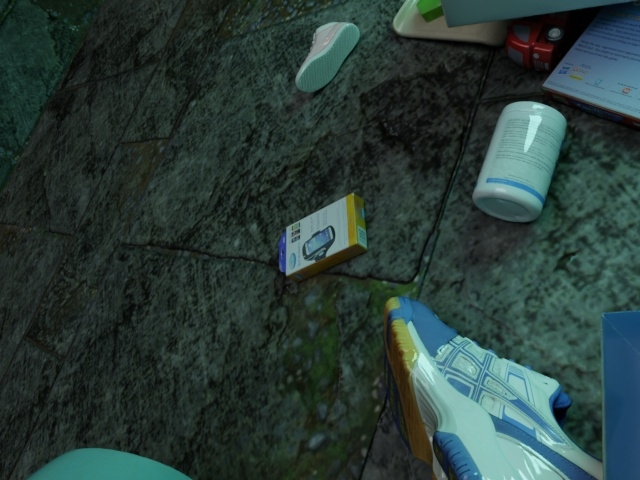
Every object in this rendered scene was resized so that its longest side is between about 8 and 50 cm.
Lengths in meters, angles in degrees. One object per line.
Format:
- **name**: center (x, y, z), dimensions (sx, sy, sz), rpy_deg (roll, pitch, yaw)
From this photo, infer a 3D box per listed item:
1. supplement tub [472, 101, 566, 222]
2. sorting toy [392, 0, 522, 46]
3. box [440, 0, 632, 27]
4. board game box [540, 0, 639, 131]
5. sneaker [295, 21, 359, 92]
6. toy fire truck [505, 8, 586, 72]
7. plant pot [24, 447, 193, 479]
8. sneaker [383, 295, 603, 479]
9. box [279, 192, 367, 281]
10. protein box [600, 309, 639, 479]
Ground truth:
- **supplement tub**: center (0.204, -0.079, 0.601), dimensions (0.071, 0.071, 0.107), rpy_deg (9, 72, 47)
- **sorting toy**: center (0.211, -0.359, 0.799), dimensions (0.193, 0.038, 0.208), rpy_deg (-57, 41, 0)
- **box**: center (0.285, -0.363, 0.556), dimensions (0.345, 0.168, 0.215), rpy_deg (1, 65, 24)
- **board game box**: center (0.356, -0.156, 0.535), dimensions (0.145, 0.027, 0.281), rpy_deg (-53, 41, 6)
- **sneaker**: center (0.002, -0.303, 0.960), dimensions (0.134, 0.051, 0.070), rpy_deg (-49, 39, 5)
- **toy fire truck**: center (0.244, -0.296, 0.686), dimensions (0.135, 0.047, 0.192), rpy_deg (22, 82, 29)
- **plant pot**: center (-0.232, 0.362, 0.599), dimensions (0.293, 0.293, 0.235), rpy_deg (-23, 35, 33)
- **sneaker**: center (0.140, 0.147, 0.513), dimensions (0.131, 0.112, 0.296), rpy_deg (-9, 30, -7)
- **box**: center (0.000, 0.000, 0.785), dimensions (0.136, 0.028, 0.081), rpy_deg (-27, 49, 33)
- **protein box**: center (0.284, 0.147, 0.327), dimensions (0.201, 0.136, 0.200), rpy_deg (-11, 58, 40)
